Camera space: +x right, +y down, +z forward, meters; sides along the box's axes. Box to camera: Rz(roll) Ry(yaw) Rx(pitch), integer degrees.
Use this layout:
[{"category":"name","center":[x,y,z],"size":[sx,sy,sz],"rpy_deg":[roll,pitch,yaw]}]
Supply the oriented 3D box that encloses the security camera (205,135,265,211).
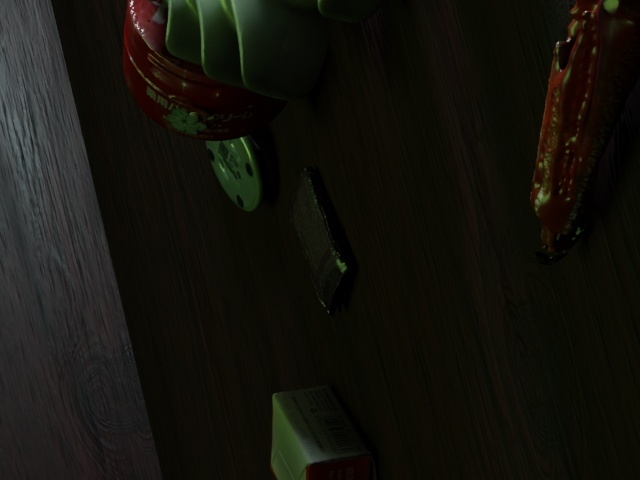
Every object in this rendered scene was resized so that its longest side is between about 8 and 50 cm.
[{"category":"security camera","center":[-0.138,-0.180,2.149],"size":[0.301,0.080,0.157],"rpy_deg":[60,155,22]}]

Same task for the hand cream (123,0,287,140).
[{"category":"hand cream","center":[-0.129,-0.245,1.811],"size":[0.149,0.230,0.230],"rpy_deg":[111,143,-61]}]

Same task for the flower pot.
[{"category":"flower pot","center":[-0.079,-0.317,1.596],"size":[0.254,0.164,0.367],"rpy_deg":[-50,50,28]}]

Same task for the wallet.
[{"category":"wallet","center":[-0.001,0.000,1.892],"size":[0.111,0.030,0.166],"rpy_deg":[101,153,-54]}]

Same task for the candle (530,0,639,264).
[{"category":"candle","center":[0.200,-0.084,1.132],"size":[0.302,0.059,0.084],"rpy_deg":[95,166,-45]}]

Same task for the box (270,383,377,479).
[{"category":"box","center":[0.003,0.293,1.974],"size":[0.182,0.099,0.133],"rpy_deg":[-128,33,-58]}]
